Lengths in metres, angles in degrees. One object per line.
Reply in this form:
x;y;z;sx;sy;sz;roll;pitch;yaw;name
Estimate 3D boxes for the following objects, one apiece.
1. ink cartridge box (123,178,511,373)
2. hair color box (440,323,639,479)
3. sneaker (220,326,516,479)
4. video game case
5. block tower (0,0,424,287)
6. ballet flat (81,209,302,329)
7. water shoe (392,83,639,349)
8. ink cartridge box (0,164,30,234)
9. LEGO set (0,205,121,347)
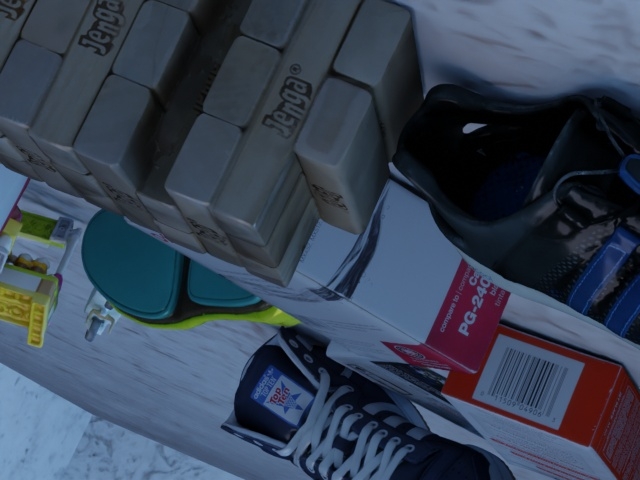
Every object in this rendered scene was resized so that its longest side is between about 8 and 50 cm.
0.000;0.000;0.838;0.150;0.063;0.109;31;168;-27;ink cartridge box
0.140;0.103;1.044;0.093;0.053;0.167;19;166;25;hair color box
0.026;0.150;1.309;0.153;0.099;0.282;31;-179;-24;sneaker
0.114;0.112;1.228;0.190;0.022;0.173;29;169;-15;video game case
-0.135;-0.090;0.647;0.335;0.091;0.097;22;168;11;block tower
-0.057;0.019;1.046;0.077;0.077;0.231;12;176;-35;ballet flat
0.103;-0.003;0.576;0.203;0.073;0.080;12;161;47;water shoe
-0.341;-0.037;0.990;0.306;0.226;0.131;23;168;16;ink cartridge box
-0.257;-0.031;1.264;0.287;0.107;0.132;33;133;-14;LEGO set
